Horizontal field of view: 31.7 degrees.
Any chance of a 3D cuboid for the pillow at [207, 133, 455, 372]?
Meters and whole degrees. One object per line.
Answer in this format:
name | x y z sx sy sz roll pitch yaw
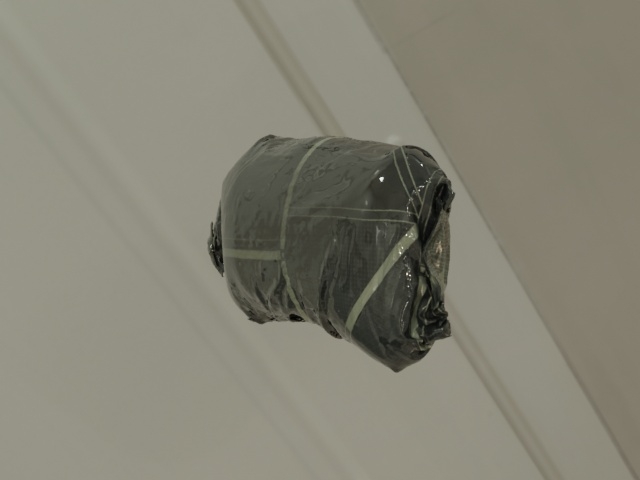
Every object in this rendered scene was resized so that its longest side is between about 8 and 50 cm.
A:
pillow | 0.000 0.000 0.858 0.335 0.092 0.162 11 93 60
